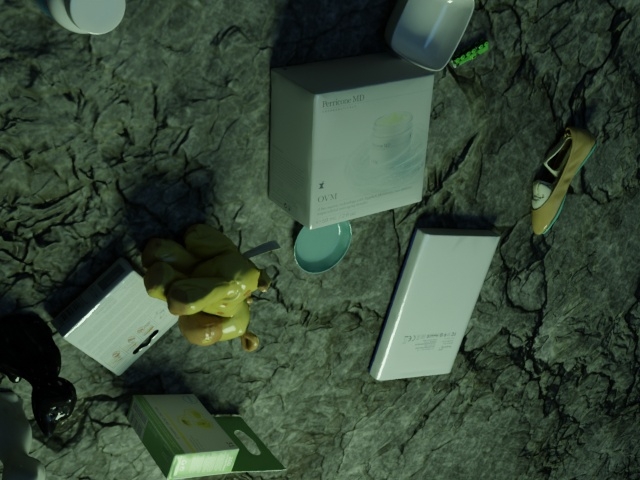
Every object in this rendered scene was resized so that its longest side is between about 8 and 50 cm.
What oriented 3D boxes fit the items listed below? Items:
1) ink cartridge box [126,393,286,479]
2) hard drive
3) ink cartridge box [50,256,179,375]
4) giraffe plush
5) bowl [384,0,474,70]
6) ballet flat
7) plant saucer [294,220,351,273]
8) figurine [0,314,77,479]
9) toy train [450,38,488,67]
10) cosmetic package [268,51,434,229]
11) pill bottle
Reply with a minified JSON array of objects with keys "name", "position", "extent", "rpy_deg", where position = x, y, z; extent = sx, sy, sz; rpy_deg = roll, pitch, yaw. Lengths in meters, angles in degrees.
[{"name":"ink cartridge box","position":[-0.185,0.324,1.474],"extent":[0.235,0.171,0.056],"rpy_deg":[6,111,-39]},{"name":"hard drive","position":[0.227,0.127,1.754],"extent":[0.210,0.040,0.318],"rpy_deg":[1,114,-37]},{"name":"ink cartridge box","position":[-0.312,0.121,1.367],"extent":[0.145,0.045,0.179],"rpy_deg":[-44,151,-8]},{"name":"giraffe plush","position":[-0.167,0.089,1.364],"extent":[0.210,0.181,0.170],"rpy_deg":[-6,132,-15]},{"name":"bowl","position":[0.169,-0.358,1.424],"extent":[0.142,0.053,0.142],"rpy_deg":[16,104,-41]},{"name":"ballet flat","position":[0.473,-0.126,1.784],"extent":[0.073,0.080,0.232],"rpy_deg":[26,97,-14]},{"name":"plant saucer","position":[0.000,0.000,1.526],"extent":[0.119,0.021,0.119],"rpy_deg":[-18,124,-29]},{"name":"figurine","position":[-0.417,0.246,1.231],"extent":[0.092,0.209,0.215],"rpy_deg":[12,108,-40]},{"name":"toy train","position":[0.261,-0.327,1.535],"extent":[0.083,0.017,0.023],"rpy_deg":[-32,140,-18]},{"name":"cosmetic package","position":[0.046,-0.163,1.389],"extent":[0.224,0.138,0.224],"rpy_deg":[-15,122,-29]},{"name":"pill bottle","position":[-0.292,-0.297,1.044],"extent":[0.087,0.160,0.087],"rpy_deg":[-18,125,-27]}]
